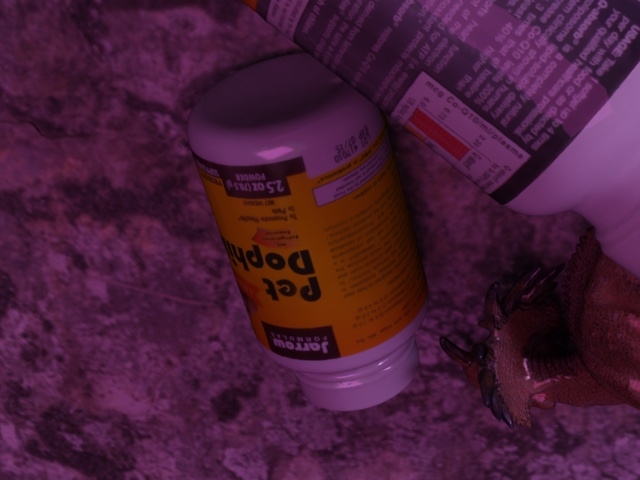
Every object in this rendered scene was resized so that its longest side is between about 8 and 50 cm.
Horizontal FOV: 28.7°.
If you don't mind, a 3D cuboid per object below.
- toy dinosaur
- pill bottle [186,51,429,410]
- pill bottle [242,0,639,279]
[{"bbox_3d":[0.188,0.034,0.752,0.200,0.127,0.295,23,123,9],"label":"toy dinosaur"},{"bbox_3d":[0.000,0.000,0.783,0.117,0.117,0.215,-4,123,20],"label":"pill bottle"},{"bbox_3d":[0.097,-0.112,0.620,0.278,0.162,0.162,39,127,-1],"label":"pill bottle"}]
